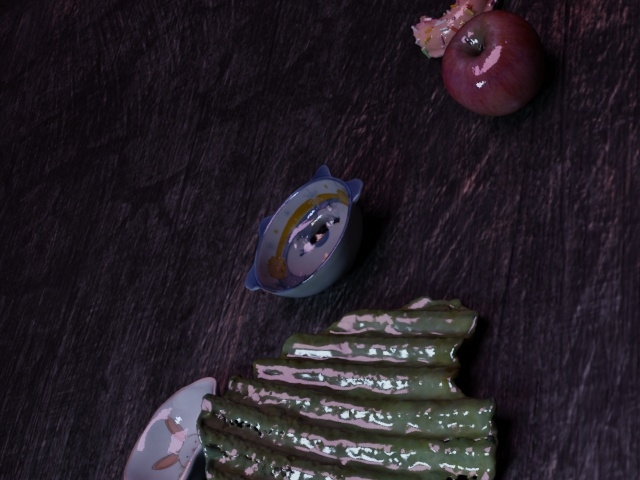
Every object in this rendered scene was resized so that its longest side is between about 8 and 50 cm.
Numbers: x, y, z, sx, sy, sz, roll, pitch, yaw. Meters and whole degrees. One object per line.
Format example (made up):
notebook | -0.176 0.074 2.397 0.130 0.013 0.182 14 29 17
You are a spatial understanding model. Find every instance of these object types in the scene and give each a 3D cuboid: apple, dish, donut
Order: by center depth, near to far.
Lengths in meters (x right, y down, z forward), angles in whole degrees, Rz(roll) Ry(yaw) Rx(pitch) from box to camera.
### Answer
apple | 0.252 -0.249 1.710 0.153 0.120 0.153 -25 49 32
dish | -0.200 0.322 1.796 0.229 0.081 0.229 -39 27 24
dish | 0.000 0.000 1.830 0.236 0.086 0.228 -24 44 38
donut | 0.225 -0.361 1.886 0.166 0.065 0.117 -58 34 -2

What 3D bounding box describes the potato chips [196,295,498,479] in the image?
potato chips | 0.035 0.230 1.518 0.389 0.097 0.373 -16 46 10
